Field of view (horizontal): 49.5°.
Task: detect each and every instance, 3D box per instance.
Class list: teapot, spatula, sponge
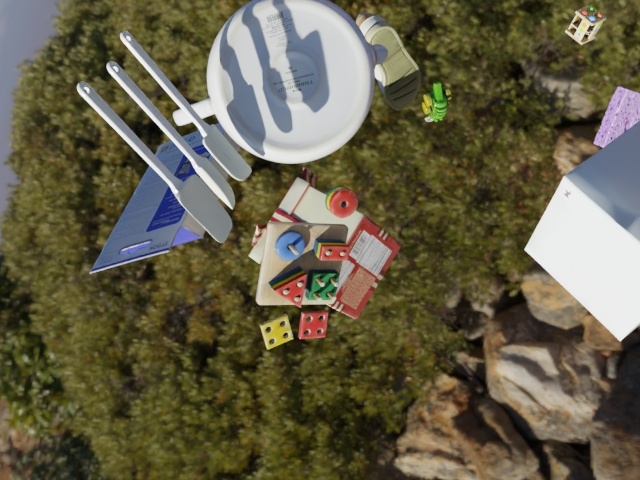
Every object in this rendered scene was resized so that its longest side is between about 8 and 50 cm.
[{"bbox_3d":[-0.051,-0.231,1.019,0.253,0.255,0.187,-63,11,5],"label":"teapot"},{"bbox_3d":[-0.174,-0.125,0.830,0.019,0.242,0.168,-22,33,31],"label":"spatula"},{"bbox_3d":[0.640,-0.223,1.370,0.031,0.210,0.117,45,123,56],"label":"sponge"}]

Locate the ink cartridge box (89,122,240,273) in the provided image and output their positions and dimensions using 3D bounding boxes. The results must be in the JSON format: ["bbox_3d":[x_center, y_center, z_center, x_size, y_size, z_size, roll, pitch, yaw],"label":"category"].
[{"bbox_3d":[-0.270,-0.073,1.269,0.175,0.069,0.371,-15,36,25],"label":"ink cartridge box"}]

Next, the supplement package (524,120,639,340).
[{"bbox_3d":[0.477,-0.036,0.997,0.199,0.262,0.198,48,160,23],"label":"supplement package"}]

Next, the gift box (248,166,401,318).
[{"bbox_3d":[0.000,0.000,1.654,0.258,0.276,0.255,30,83,36],"label":"gift box"}]

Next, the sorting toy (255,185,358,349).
[{"bbox_3d":[-0.023,0.051,1.065,0.046,0.132,0.275,-137,54,-58],"label":"sorting toy"}]

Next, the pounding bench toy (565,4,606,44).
[{"bbox_3d":[0.612,-0.496,1.575,0.052,0.083,0.065,50,151,22],"label":"pounding bench toy"}]

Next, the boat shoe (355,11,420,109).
[{"bbox_3d":[0.172,-0.461,1.774,0.113,0.302,0.103,-32,55,1],"label":"boat shoe"}]

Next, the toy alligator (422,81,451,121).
[{"bbox_3d":[0.263,-0.293,1.566,0.190,0.056,0.051,77,175,-74],"label":"toy alligator"}]
